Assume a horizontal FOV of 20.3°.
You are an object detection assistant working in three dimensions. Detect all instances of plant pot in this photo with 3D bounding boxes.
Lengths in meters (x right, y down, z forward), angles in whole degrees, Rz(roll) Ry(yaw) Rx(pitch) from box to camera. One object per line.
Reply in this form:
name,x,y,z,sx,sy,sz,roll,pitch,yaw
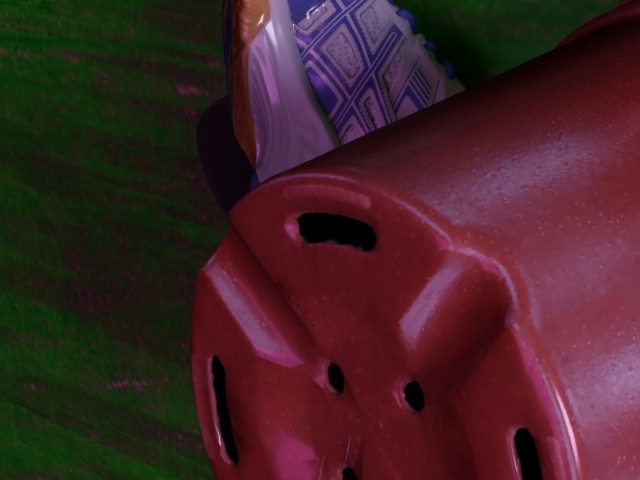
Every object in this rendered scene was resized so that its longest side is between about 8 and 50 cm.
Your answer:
plant pot,0.110,0.038,0.703,0.272,0.265,0.272,24,123,43

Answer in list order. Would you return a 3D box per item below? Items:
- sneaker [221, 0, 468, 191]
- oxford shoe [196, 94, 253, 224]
sneaker,0.020,-0.073,0.907,0.112,0.131,0.296,111,154,-75
oxford shoe,0.000,0.000,0.980,0.212,0.076,0.076,51,170,31
